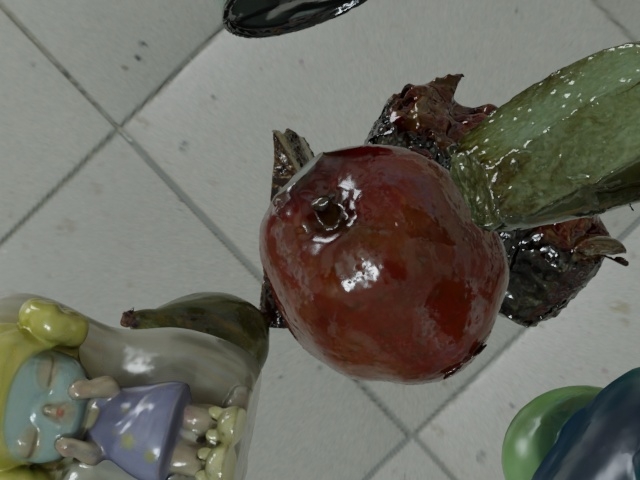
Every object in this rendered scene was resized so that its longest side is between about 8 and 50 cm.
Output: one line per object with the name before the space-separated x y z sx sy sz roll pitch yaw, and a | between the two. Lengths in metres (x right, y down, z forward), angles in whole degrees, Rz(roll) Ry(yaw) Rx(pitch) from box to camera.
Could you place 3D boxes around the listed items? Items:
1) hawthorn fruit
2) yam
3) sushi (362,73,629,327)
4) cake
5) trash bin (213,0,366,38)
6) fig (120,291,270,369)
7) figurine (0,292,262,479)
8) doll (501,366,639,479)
hawthorn fruit | 0.043 0.010 0.806 0.185 0.202 0.185 -13 59 23
yam | 0.216 -0.076 0.692 0.259 0.106 0.106 -11 86 -9
sushi | 0.192 -0.039 1.265 0.343 0.196 0.182 34 130 15
cake | 0.006 -0.010 1.327 0.135 0.112 0.246 5 93 13
trash bin | -0.043 -0.358 1.027 0.217 0.277 0.262 -27 81 26
fig | -0.148 0.101 1.195 0.185 0.126 0.133 36 94 -25
figurine | -0.155 0.090 0.552 0.236 0.155 0.127 11 86 1
doll | 0.192 0.157 0.354 0.322 0.186 0.198 27 62 13
